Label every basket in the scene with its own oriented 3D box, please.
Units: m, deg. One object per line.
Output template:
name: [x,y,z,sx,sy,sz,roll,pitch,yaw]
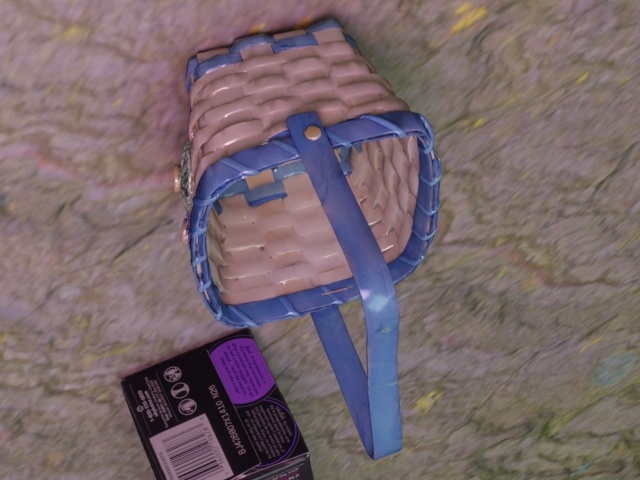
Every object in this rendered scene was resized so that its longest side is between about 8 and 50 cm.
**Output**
basket: [0.000,0.000,1.119,0.201,0.289,0.254,-20,145,-12]

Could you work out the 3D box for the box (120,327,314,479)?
box: [-0.093,0.242,1.502,0.143,0.165,0.270,-22,147,-9]
